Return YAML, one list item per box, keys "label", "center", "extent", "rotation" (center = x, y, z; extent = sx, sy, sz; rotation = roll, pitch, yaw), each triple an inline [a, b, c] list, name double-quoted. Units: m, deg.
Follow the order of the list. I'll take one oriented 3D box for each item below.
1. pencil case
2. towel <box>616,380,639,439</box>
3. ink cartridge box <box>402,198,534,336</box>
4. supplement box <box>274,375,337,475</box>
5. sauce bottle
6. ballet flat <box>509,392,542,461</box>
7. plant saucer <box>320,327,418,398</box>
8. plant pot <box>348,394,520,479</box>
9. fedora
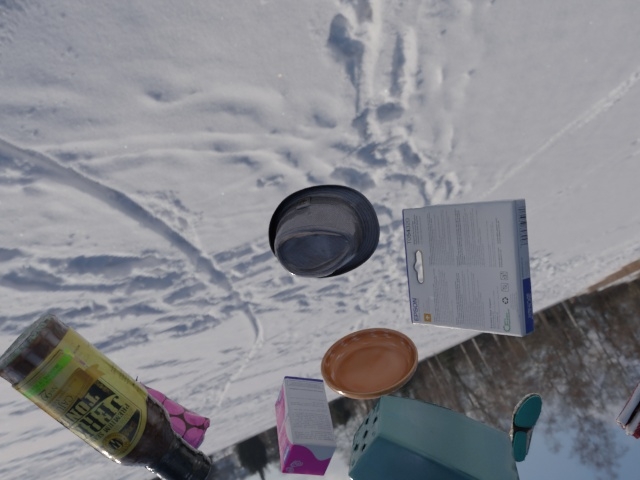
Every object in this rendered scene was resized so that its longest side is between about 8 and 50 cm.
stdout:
- label: "pencil case"
  center: [-0.355, 0.402, 1.315]
  extent: [0.095, 0.209, 0.098]
  rotation: [-62, 177, 17]
- label: "towel"
  center: [0.469, 0.141, 0.750]
  extent: [0.329, 0.037, 0.237]
  rotation: [20, 98, -57]
- label: "ink cartridge box"
  center: [0.368, 0.065, 1.462]
  extent: [0.071, 0.324, 0.330]
  rotation: [-9, -174, -42]
- label: "supplement box"
  center: [-0.041, 0.460, 1.435]
  extent: [0.114, 0.220, 0.111]
  rotation: [10, 118, -17]
- label: "sauce bottle"
  center: [-0.304, 0.254, 0.849]
  extent: [0.111, 0.344, 0.111]
  rotation: [-38, -160, 17]
- label: "ballet flat"
  center: [0.641, 0.591, 1.842]
  extent: [0.091, 0.240, 0.077]
  rotation: [15, -173, -5]
- label: "plant saucer"
  center: [0.101, 0.253, 1.168]
  extent: [0.200, 0.037, 0.200]
  rotation: [-12, -153, 6]
- label: "plant pot"
  center: [0.174, 0.373, 0.944]
  extent: [0.165, 0.234, 0.165]
  rotation: [-62, -179, 22]
- label: "fedora"
  center: [0.000, 0.000, 1.360]
  extent: [0.276, 0.243, 0.124]
  rotation: [-8, -157, 12]
